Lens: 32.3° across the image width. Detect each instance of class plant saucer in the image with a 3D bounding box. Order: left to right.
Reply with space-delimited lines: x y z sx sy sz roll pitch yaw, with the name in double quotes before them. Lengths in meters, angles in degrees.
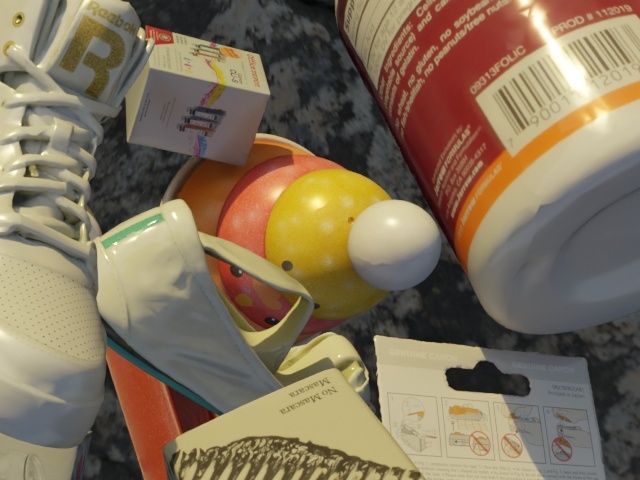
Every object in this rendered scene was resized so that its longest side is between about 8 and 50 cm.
"plant saucer" -0.163 0.171 1.231 0.047 0.259 0.259 -20 80 4

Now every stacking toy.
"stacking toy" 0.000 0.000 1.552 0.350 0.480 0.351 2 87 -29

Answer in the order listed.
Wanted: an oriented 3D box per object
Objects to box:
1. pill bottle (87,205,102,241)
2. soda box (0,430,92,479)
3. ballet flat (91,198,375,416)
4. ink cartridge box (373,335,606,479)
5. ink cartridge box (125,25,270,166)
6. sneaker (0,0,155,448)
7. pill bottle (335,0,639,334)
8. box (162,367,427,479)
"pill bottle" -0.360 -0.005 1.506 0.117 0.208 0.118 -2 98 -15
"soda box" -0.496 0.307 1.650 0.286 0.091 0.098 12 85 1
"ballet flat" -0.037 0.107 0.914 0.139 0.139 0.400 -38 129 6
"ink cartridge box" 0.113 0.185 0.748 0.181 0.225 0.056 8 149 -22
"ink cartridge box" -0.176 -0.203 1.568 0.176 0.128 0.127 11 124 -20
"sneaker" -0.145 -0.045 0.543 0.108 0.292 0.169 28 104 -41
"pill bottle" 0.142 -0.146 0.828 0.224 0.392 0.224 -16 145 -11
"box" 0.032 0.192 0.517 0.113 0.275 0.094 -23 134 -21
